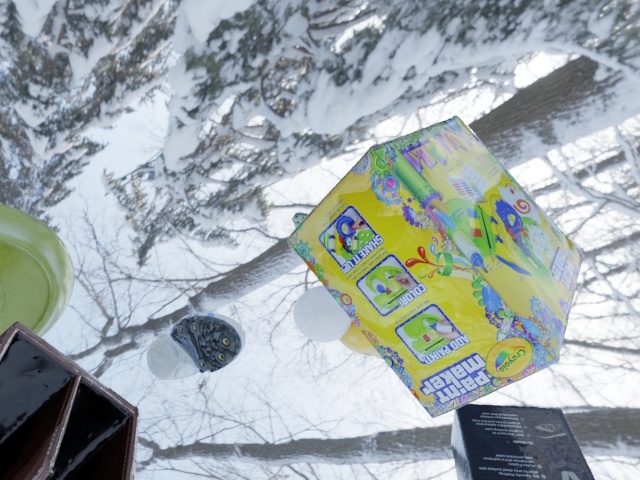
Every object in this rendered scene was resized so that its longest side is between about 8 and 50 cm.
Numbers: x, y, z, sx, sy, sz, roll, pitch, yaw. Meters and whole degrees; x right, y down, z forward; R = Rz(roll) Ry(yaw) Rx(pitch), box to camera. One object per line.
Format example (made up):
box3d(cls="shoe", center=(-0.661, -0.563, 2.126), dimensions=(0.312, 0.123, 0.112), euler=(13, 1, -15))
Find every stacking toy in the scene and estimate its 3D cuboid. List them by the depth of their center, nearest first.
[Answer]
box3d(cls="stacking toy", center=(0.128, 0.156, 1.068), dimensions=(0.480, 0.350, 0.350), euler=(4, -113, -40))

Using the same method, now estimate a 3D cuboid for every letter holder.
box3d(cls="letter holder", center=(-0.305, 0.249, 0.340), dimensions=(0.302, 0.214, 0.152), euler=(-43, -67, -5))

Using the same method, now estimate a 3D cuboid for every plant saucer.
box3d(cls="plant saucer", center=(-0.437, 0.069, 0.578), dimensions=(0.241, 0.037, 0.241), euler=(-20, -55, -31))

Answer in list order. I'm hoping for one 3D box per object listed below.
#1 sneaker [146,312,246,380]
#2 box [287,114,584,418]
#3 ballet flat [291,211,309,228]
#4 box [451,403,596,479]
box3d(cls="sneaker", center=(-0.170, 0.145, 0.656), dimensions=(0.086, 0.237, 0.085), euler=(-23, -92, -45))
box3d(cls="box", center=(0.167, 0.010, 0.611), dimensions=(0.279, 0.177, 0.290), euler=(50, -142, 7))
box3d(cls="ballet flat", center=(0.000, 0.000, 0.938), dimensions=(0.188, 0.070, 0.070), euler=(29, -130, -55))
box3d(cls="box", center=(0.272, 0.317, 0.639), dimensions=(0.158, 0.156, 0.093), euler=(-76, -14, -64))
